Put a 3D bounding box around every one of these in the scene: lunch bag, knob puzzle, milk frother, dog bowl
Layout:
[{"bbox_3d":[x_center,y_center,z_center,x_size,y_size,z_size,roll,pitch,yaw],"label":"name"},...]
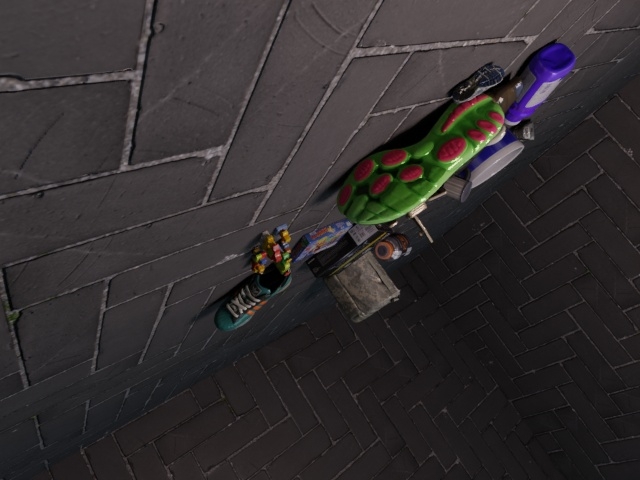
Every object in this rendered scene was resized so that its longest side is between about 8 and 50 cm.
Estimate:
[{"bbox_3d":[0.202,0.198,2.114,0.213,0.305,0.256,-23,164,-42],"label":"lunch bag"},{"bbox_3d":[0.349,-0.088,1.742,0.030,0.213,0.213,-36,167,8],"label":"knob puzzle"},{"bbox_3d":[0.467,-0.215,1.654,0.143,0.135,0.129,-24,133,-47],"label":"milk frother"},{"bbox_3d":[0.661,-0.324,1.803,0.265,0.104,0.265,-32,167,-8],"label":"dog bowl"}]

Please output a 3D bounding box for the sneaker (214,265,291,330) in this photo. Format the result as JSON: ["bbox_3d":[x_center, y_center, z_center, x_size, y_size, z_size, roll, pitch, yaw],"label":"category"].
[{"bbox_3d":[-0.223,0.173,1.467,0.302,0.108,0.121,-39,167,-13],"label":"sneaker"}]

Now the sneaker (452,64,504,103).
[{"bbox_3d":[0.374,-0.373,1.090,0.135,0.052,0.058,-27,177,3],"label":"sneaker"}]

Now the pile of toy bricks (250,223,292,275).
[{"bbox_3d":[-0.117,0.049,1.256,0.118,0.105,0.212,-26,165,-30],"label":"pile of toy bricks"}]

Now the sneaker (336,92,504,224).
[{"bbox_3d":[0.265,-0.183,1.189,0.483,0.185,0.202,-32,163,-2],"label":"sneaker"}]

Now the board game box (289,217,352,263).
[{"bbox_3d":[0.000,0.000,1.518,0.201,0.035,0.136,-23,162,-40],"label":"board game box"}]

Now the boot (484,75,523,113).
[{"bbox_3d":[0.530,-0.391,1.308,0.106,0.082,0.219,-35,165,17],"label":"boot"}]

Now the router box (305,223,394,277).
[{"bbox_3d":[0.121,0.024,1.790,0.309,0.081,0.243,-38,166,18],"label":"router box"}]

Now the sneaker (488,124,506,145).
[{"bbox_3d":[0.449,-0.312,1.315,0.161,0.057,0.075,0,160,43],"label":"sneaker"}]

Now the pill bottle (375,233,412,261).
[{"bbox_3d":[0.365,0.038,2.311,0.130,0.130,0.246,-41,165,28],"label":"pill bottle"}]

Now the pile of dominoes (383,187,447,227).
[{"bbox_3d":[0.221,-0.135,1.327,0.196,0.040,0.251,-34,-151,-8],"label":"pile of dominoes"}]

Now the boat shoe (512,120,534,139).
[{"bbox_3d":[0.838,-0.451,1.874,0.070,0.077,0.219,-2,-170,32],"label":"boat shoe"}]

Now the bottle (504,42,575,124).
[{"bbox_3d":[0.610,-0.436,1.312,0.118,0.092,0.283,-31,167,-10],"label":"bottle"}]
